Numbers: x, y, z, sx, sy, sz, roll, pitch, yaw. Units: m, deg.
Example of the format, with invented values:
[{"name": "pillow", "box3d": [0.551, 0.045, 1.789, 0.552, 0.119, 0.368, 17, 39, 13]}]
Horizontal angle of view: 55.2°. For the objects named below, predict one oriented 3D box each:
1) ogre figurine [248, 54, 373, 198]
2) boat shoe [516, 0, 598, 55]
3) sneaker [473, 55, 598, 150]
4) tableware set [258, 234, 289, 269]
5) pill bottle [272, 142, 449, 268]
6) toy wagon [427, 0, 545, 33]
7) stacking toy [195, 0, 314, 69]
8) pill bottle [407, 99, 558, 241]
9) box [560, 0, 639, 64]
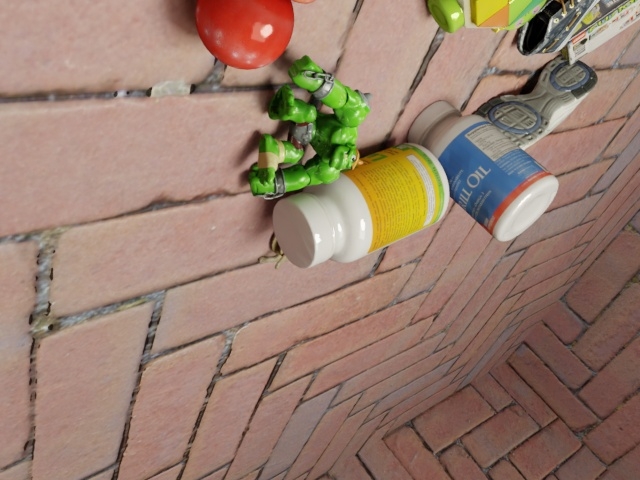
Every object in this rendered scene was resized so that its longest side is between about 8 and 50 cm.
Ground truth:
[{"name": "ogre figurine", "box3d": [-0.009, -0.129, 0.744, 0.118, 0.097, 0.197, -1, 120, -27]}, {"name": "boat shoe", "box3d": [0.367, -0.357, 0.915, 0.083, 0.065, 0.183, -24, 150, -35]}, {"name": "sneaker", "box3d": [0.370, -0.209, 1.100, 0.297, 0.111, 0.129, -31, 157, -16]}, {"name": "tableware set", "box3d": [0.000, 0.000, 0.994, 0.194, 0.039, 0.128, -1, 133, -52]}, {"name": "pill bottle", "box3d": [0.058, -0.048, 0.890, 0.245, 0.136, 0.136, -23, 148, -32]}, {"name": "toy wagon", "box3d": [0.251, -0.358, 0.733, 0.267, 0.068, 0.344, -36, 157, 2]}, {"name": "stacking toy", "box3d": [-0.002, -0.285, 0.498, 0.141, 0.141, 0.330, 1, 137, -53]}, {"name": "pill bottle", "box3d": [0.239, -0.113, 0.936, 0.124, 0.221, 0.124, -31, 151, -20]}, {"name": "box", "box3d": [0.494, -0.383, 1.005, 0.207, 0.036, 0.114, -33, 163, 17]}]
